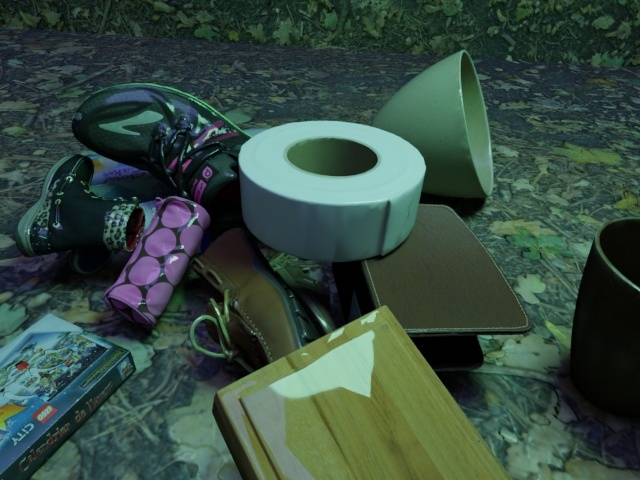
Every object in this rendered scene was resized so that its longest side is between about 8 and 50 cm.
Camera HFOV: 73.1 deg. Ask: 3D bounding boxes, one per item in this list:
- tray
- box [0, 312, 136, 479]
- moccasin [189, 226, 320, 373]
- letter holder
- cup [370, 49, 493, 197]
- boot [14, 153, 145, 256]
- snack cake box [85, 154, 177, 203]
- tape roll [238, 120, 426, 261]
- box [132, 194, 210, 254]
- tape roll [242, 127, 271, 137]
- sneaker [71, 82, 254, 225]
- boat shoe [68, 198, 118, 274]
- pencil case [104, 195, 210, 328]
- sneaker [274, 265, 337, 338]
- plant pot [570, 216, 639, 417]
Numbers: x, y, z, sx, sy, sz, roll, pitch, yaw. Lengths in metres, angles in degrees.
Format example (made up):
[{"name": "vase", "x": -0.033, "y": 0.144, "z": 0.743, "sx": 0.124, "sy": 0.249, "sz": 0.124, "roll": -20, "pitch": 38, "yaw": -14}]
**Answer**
[{"name": "tray", "x": 0.091, "y": 0.271, "z": 0.365, "sx": 0.203, "sy": 0.076, "sz": 0.410, "roll": -21, "pitch": 63, "yaw": -29}, {"name": "box", "x": -0.381, "y": 0.206, "z": 0.545, "sx": 0.159, "sy": 0.044, "sz": 0.233, "roll": 18, "pitch": 38, "yaw": 18}, {"name": "moccasin", "x": -0.105, "y": 0.112, "z": 0.622, "sx": 0.147, "sy": 0.139, "sz": 0.380, "roll": -33, "pitch": 46, "yaw": -10}, {"name": "letter holder", "x": 0.152, "y": 0.079, "z": 0.680, "sx": 0.215, "sy": 0.152, "sz": 0.301, "roll": -1, "pitch": 37, "yaw": -9}, {"name": "cup", "x": 0.259, "y": -0.248, "z": 1.036, "sx": 0.237, "sy": 0.331, "sz": 0.331, "roll": -8, "pitch": 28, "yaw": 31}, {"name": "boot", "x": -0.394, "y": -0.065, "z": 0.764, "sx": 0.179, "sy": 0.085, "sz": 0.236, "roll": 1, "pitch": 47, "yaw": 0}, {"name": "snack cake box", "x": -0.412, "y": -0.131, "z": 0.963, "sx": 0.265, "sy": 0.089, "sz": 0.152, "roll": -13, "pitch": 39, "yaw": -22}, {"name": "tape roll", "x": 0.017, "y": -0.090, "z": 0.680, "sx": 0.286, "sy": 0.100, "sz": 0.286, "roll": 3, "pitch": 36, "yaw": -2}, {"name": "box", "x": -0.300, "y": -0.021, "z": 0.837, "sx": 0.137, "sy": 0.072, "sz": 0.126, "roll": -18, "pitch": 42, "yaw": -26}, {"name": "tape roll", "x": -0.145, "y": -0.215, "z": 1.116, "sx": 0.219, "sy": 0.072, "sz": 0.219, "roll": 2, "pitch": 35, "yaw": -2}, {"name": "sneaker", "x": -0.223, "y": -0.152, "z": 0.818, "sx": 0.483, "sy": 0.185, "sz": 0.202, "roll": 19, "pitch": 23, "yaw": -11}, {"name": "boat shoe", "x": -0.429, "y": -0.004, "z": 0.819, "sx": 0.066, "sy": 0.066, "sz": 0.183, "roll": -11, "pitch": 39, "yaw": 14}, {"name": "pencil case", "x": -0.264, "y": 0.030, "z": 0.698, "sx": 0.098, "sy": 0.095, "sz": 0.209, "roll": 28, "pitch": 60, "yaw": -15}, {"name": "sneaker", "x": -0.009, "y": 0.097, "z": 0.708, "sx": 0.071, "sy": 0.066, "sz": 0.188, "roll": -15, "pitch": 41, "yaw": -27}, {"name": "plant pot", "x": 0.433, "y": 0.122, "z": 0.574, "sx": 0.216, "sy": 0.230, "sz": 0.215, "roll": 3, "pitch": 37, "yaw": -2}]
